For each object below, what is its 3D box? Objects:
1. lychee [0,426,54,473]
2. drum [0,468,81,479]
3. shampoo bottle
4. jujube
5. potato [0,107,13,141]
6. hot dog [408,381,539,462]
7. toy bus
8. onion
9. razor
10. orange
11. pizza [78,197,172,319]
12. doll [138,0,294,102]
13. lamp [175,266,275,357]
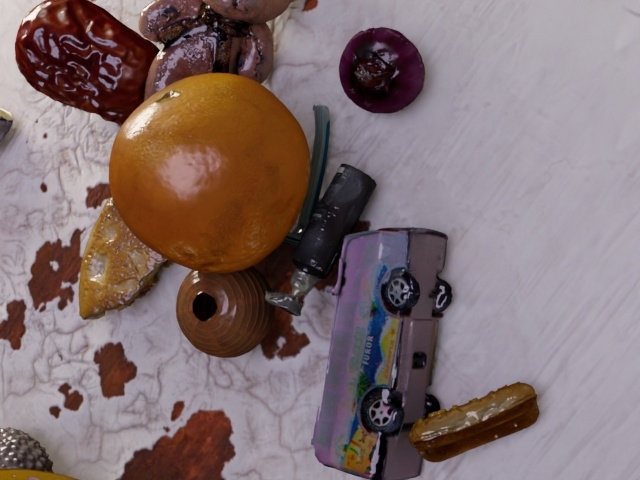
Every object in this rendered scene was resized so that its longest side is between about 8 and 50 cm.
[{"bbox_3d":[-0.468,0.364,1.661,0.165,0.165,0.197,-2,52,26],"label":"lychee"},{"bbox_3d":[-0.324,0.486,1.445,0.431,0.431,0.214,30,99,25],"label":"drum"},{"bbox_3d":[0.001,0.001,1.496,0.063,0.057,0.208,26,79,12],"label":"shampoo bottle"},{"bbox_3d":[-0.328,-0.259,1.665,0.230,0.155,0.155,27,97,19],"label":"jujube"},{"bbox_3d":[-0.565,-0.174,1.819,0.172,0.089,0.101,5,110,-5],"label":"potato"},{"bbox_3d":[0.186,0.222,1.394,0.165,0.071,0.045,-21,52,3],"label":"hot dog"},{"bbox_3d":[0.078,0.138,1.456,0.138,0.112,0.317,6,87,36],"label":"toy bus"},{"bbox_3d":[0.077,-0.218,1.488,0.115,0.104,0.115,7,105,26],"label":"onion"},{"bbox_3d":[-0.013,-0.087,1.554,0.068,0.037,0.191,15,92,47],"label":"razor"},{"bbox_3d":[-0.142,-0.090,1.471,0.261,0.261,0.261,-3,84,26],"label":"orange"},{"bbox_3d":[-0.278,0.027,1.665,0.161,0.062,0.182,-3,79,32],"label":"pizza"},{"bbox_3d":[-0.142,-0.280,1.554,0.201,0.156,0.303,21,95,-14],"label":"doll"},{"bbox_3d":[-0.128,0.090,1.543,0.136,0.136,0.136,-3,84,26],"label":"lamp"}]
